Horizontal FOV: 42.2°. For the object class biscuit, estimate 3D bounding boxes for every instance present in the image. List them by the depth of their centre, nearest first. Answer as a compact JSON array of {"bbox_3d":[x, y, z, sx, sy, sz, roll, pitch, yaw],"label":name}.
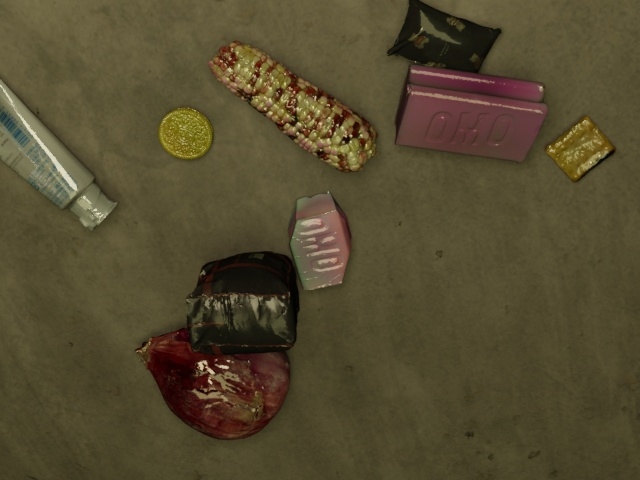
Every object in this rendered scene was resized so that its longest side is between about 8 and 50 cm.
[{"bbox_3d":[-0.207,-0.165,1.273,0.083,0.023,0.084,1,119,1],"label":"biscuit"},{"bbox_3d":[0.402,-0.140,1.281,0.081,0.018,0.083,40,113,-20],"label":"biscuit"}]

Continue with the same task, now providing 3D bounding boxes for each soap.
[{"bbox_3d":[0.215,-0.184,1.211,0.203,0.066,0.122,8,144,-2],"label":"soap"},{"bbox_3d":[0.000,0.000,1.349,0.100,0.056,0.149,-12,120,5],"label":"soap"}]

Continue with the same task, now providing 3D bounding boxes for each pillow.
[{"bbox_3d":[0.175,-0.282,1.184,0.150,0.048,0.090,16,132,-13],"label":"pillow"}]

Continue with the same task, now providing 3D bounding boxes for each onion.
[{"bbox_3d":[-0.200,0.258,1.469,0.283,0.120,0.227,20,114,-11],"label":"onion"}]

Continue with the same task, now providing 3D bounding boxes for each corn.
[{"bbox_3d":[-0.034,-0.198,1.219,0.280,0.092,0.092,35,115,-14],"label":"corn"}]

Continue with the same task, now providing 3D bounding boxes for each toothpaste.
[{"bbox_3d":[-0.443,-0.138,1.273,0.114,0.073,0.299,-39,106,22],"label":"toothpaste"}]

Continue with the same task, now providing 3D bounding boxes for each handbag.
[{"bbox_3d":[-0.121,0.099,1.317,0.169,0.215,0.155,-7,102,2],"label":"handbag"}]
